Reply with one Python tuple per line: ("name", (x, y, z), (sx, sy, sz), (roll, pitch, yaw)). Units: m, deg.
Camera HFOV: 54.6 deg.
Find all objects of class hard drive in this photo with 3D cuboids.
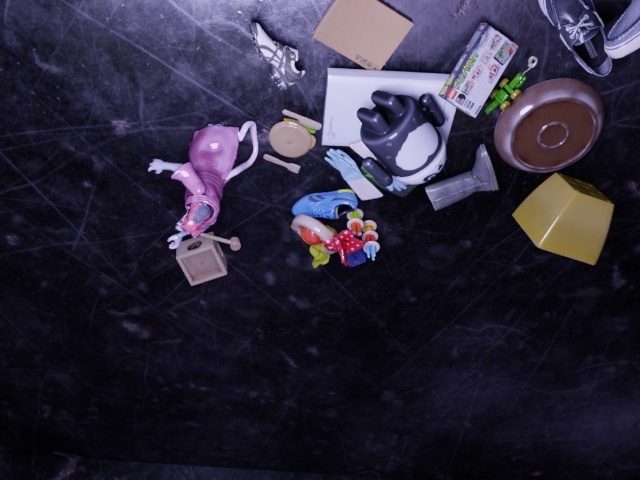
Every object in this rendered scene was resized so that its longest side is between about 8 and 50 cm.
("hard drive", (0.186, -0.353, 1.692), (0.353, 0.047, 0.233), (2, 138, -3))

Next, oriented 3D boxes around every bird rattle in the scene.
("bird rattle", (0.000, 0.000, 1.887), (0.207, 0.253, 0.143), (38, 83, -9))

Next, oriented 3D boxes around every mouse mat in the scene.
("mouse mat", (0.213, -0.198, 1.847), (0.190, 0.007, 0.152), (22, 144, -18))

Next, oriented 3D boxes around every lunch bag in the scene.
("lunch bag", (0.106, 0.034, 2.040), (0.067, 0.065, 0.098), (-24, 129, 19))

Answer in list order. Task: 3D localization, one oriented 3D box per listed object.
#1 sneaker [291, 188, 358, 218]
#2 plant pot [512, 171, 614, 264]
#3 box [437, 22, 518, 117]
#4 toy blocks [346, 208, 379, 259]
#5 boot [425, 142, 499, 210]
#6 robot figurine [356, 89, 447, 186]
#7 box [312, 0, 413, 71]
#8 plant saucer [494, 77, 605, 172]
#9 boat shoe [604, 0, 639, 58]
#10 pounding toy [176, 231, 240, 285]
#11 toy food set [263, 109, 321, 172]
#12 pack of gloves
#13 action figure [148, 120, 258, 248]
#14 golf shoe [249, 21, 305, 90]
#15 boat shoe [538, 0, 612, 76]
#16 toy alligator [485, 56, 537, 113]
("sneaker", (0.011, -0.100, 1.908), (0.210, 0.082, 0.069), (-10, 133, 10))
("plant pot", (0.749, -0.080, 1.871), (0.212, 0.212, 0.187), (17, 117, -15))
("box", (0.403, -0.434, 1.587), (0.114, 0.036, 0.207), (26, 101, -22))
("toy blocks", (0.134, -0.016, 1.939), (0.054, 0.148, 0.123), (-35, 124, 26))
("boot", (0.415, -0.186, 1.855), (0.209, 0.076, 0.189), (-12, 130, 18))
("robot figurine", (0.217, -0.266, 1.624), (0.209, 0.173, 0.278), (-23, 133, 29))
("box", (0.107, -0.530, 1.558), (0.201, 0.021, 0.164), (24, 128, -21))
("plant saucer", (0.655, -0.308, 1.757), (0.311, 0.050, 0.310), (-1, 131, -1))
("boat shoe", (0.762, -0.600, 1.431), (0.158, 0.127, 0.340), (36, 104, -22))
("pounding toy", (-0.357, 0.024, 2.010), (0.206, 0.094, 0.181), (-18, 126, 3))
("toy food set", (-0.081, -0.290, 1.768), (0.133, 0.038, 0.192), (22, 134, -11))
("pack of gloves", (0.139, -0.216, 1.810), (0.195, 0.046, 0.232), (-7, 141, 43))
("action figure", (-0.301, -0.132, 1.675), (0.276, 0.370, 0.248), (-6, 132, 3))
("golf shoe", (-0.110, -0.481, 1.574), (0.094, 0.077, 0.198), (-27, 135, 8))
("boat shoe", (0.635, -0.523, 1.522), (0.108, 0.102, 0.301), (-29, 127, 23))
("toy alligator", (0.517, -0.411, 1.660), (0.051, 0.056, 0.189), (-13, 150, -52))
